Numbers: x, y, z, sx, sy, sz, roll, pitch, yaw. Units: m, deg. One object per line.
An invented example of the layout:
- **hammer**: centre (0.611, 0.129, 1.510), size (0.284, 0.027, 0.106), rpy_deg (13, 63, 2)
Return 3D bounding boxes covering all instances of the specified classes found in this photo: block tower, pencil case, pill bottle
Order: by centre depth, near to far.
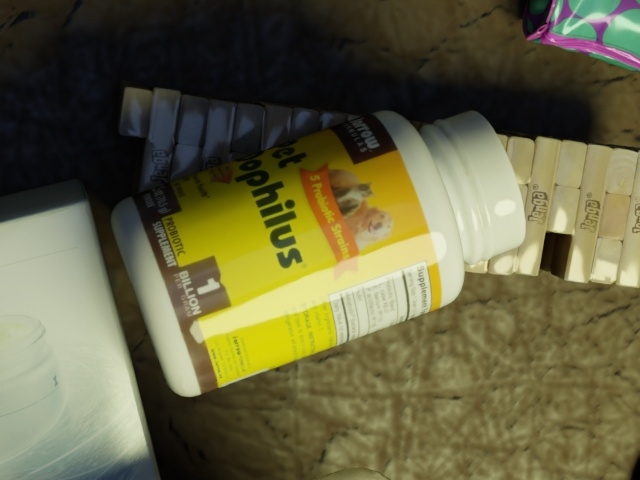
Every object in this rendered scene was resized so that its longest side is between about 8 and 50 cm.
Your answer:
- **pill bottle**: centre (0.000, 0.000, 0.837), size (0.215, 0.117, 0.117), rpy_deg (-20, 101, -8)
- **block tower**: centre (0.036, -0.034, 0.946), size (0.336, 0.091, 0.097), rpy_deg (7, 95, -11)
- **pencil case**: centre (0.209, -0.136, 0.978), size (0.152, 0.064, 0.070), rpy_deg (19, 69, -12)

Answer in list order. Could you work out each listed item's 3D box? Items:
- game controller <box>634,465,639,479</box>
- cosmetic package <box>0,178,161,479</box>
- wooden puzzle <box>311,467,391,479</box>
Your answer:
- **game controller**: centre (0.382, 0.175, 1.065), size (0.319, 0.067, 0.166), rpy_deg (-20, 86, -8)
- **cosmetic package**: centre (-0.222, 0.100, 0.891), size (0.224, 0.138, 0.224), rpy_deg (-15, 99, -9)
- **wooden puzzle**: centre (-0.092, 0.271, 0.908), size (0.322, 0.080, 0.347), rpy_deg (-20, 140, -7)
